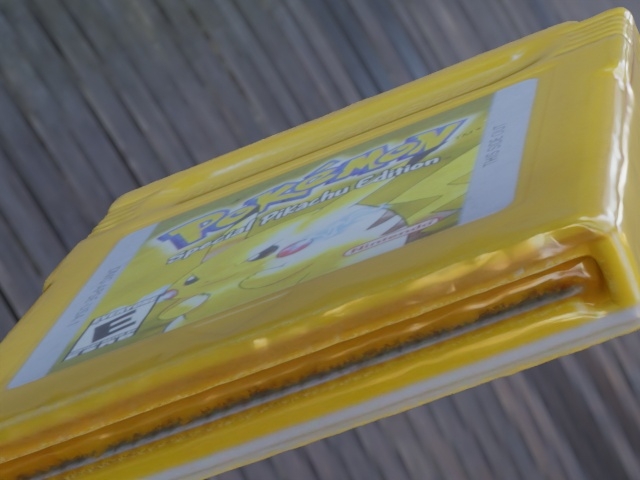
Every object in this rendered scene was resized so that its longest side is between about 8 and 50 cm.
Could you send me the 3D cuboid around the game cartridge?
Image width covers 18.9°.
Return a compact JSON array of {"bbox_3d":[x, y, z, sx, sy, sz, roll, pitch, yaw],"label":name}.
[{"bbox_3d":[0.000,0.000,0.809,0.324,0.285,0.053,-68,136,-67],"label":"game cartridge"}]
